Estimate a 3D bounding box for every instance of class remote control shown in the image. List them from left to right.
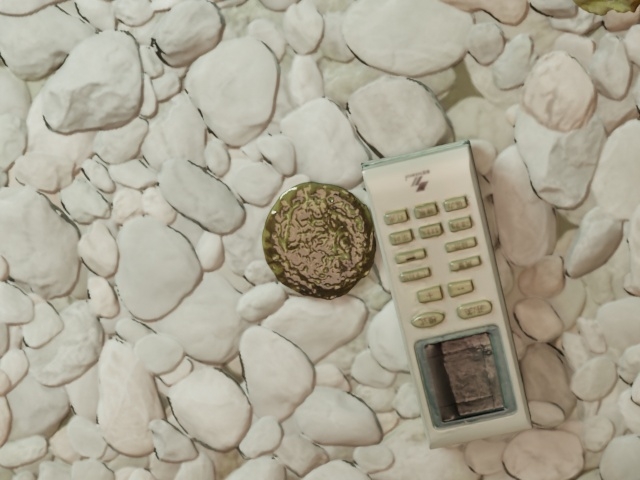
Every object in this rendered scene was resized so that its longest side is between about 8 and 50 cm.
[{"bbox_3d":[0.118,0.053,1.494,0.103,0.055,0.277,-13,103,6],"label":"remote control"}]

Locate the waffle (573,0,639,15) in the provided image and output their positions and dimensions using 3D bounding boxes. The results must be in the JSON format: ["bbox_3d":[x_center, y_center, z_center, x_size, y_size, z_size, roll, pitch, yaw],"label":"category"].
[{"bbox_3d":[0.192,-0.388,1.308,0.348,0.077,0.304,33,84,-18],"label":"waffle"}]

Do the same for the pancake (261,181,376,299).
[{"bbox_3d":[0.000,0.000,1.508,0.115,0.011,0.115,1,104,2],"label":"pancake"}]
